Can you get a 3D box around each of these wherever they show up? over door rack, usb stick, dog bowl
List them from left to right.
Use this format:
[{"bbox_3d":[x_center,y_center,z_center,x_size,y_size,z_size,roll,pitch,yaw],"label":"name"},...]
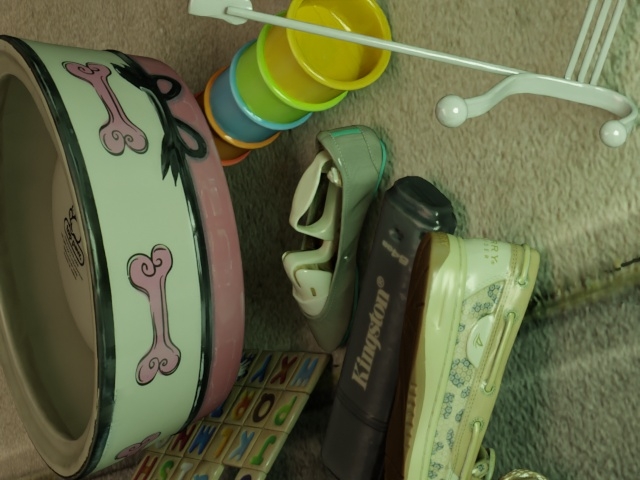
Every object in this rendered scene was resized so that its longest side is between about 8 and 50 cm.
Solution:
[{"bbox_3d":[-0.200,0.007,1.674,0.408,0.150,0.408,171,90,-67],"label":"dog bowl"},{"bbox_3d":[0.053,0.082,1.475,0.077,0.045,0.278,48,133,47],"label":"usb stick"},{"bbox_3d":[0.076,-0.207,1.160,0.108,0.324,0.239,-63,-10,-61],"label":"over door rack"}]

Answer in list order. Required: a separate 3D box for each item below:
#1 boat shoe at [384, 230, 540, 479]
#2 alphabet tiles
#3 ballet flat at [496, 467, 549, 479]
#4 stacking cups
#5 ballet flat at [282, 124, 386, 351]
[{"bbox_3d":[0.101,0.136,1.347,0.104,0.089,0.285,-103,18,-70],"label":"boat shoe"},{"bbox_3d":[-0.098,0.185,1.666,0.237,0.009,0.198,-2,55,60],"label":"alphabet tiles"},{"bbox_3d":[0.152,0.266,1.331,0.067,0.073,0.206,-133,43,-85],"label":"ballet flat"},{"bbox_3d":[-0.046,-0.128,1.590,0.316,0.096,0.096,-31,67,62],"label":"stacking cups"},{"bbox_3d":[0.000,0.000,1.531,0.072,0.068,0.213,45,132,47],"label":"ballet flat"}]
